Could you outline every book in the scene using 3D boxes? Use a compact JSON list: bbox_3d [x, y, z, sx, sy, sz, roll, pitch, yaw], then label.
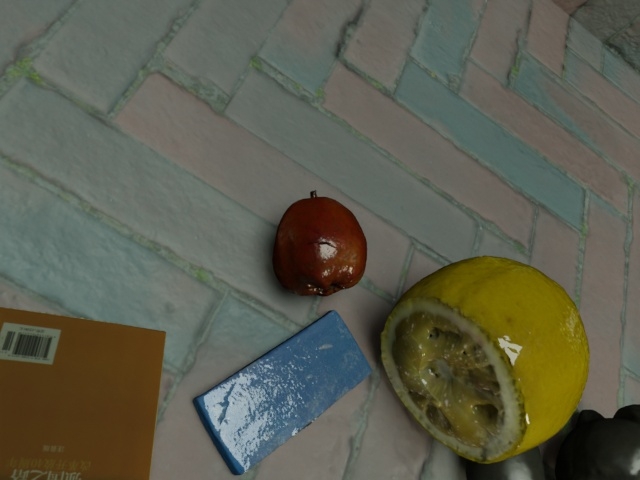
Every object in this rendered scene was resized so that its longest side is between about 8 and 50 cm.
[{"bbox_3d":[-0.356,0.268,0.704,0.262,0.028,0.374,14,47,-23],"label":"book"}]

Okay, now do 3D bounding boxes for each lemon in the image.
[{"bbox_3d":[0.319,0.193,0.971,0.364,0.364,0.364,10,66,-24],"label":"lemon"}]

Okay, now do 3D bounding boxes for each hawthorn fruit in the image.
[{"bbox_3d":[0.000,0.000,0.976,0.185,0.185,0.202,6,64,-26],"label":"hawthorn fruit"}]

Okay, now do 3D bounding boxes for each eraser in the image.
[{"bbox_3d":[-0.054,0.253,0.922,0.311,0.042,0.144,-28,85,-33],"label":"eraser"}]

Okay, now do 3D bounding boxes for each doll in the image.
[{"bbox_3d":[0.512,0.435,1.032,0.378,0.252,0.382,42,51,-7],"label":"doll"}]
